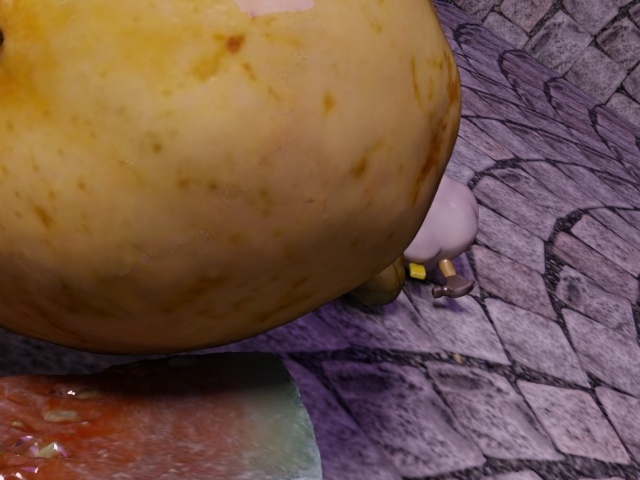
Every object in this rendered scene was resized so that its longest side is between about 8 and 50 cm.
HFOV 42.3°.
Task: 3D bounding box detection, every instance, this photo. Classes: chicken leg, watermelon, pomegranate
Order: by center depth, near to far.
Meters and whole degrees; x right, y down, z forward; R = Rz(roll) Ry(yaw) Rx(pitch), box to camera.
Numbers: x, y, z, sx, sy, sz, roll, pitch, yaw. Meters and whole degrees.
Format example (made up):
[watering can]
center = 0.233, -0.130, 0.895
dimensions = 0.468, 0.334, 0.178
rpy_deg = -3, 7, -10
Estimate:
[watermelon]
center = -0.131, 0.136, 0.375
dimensions = 0.256, 0.140, 0.193
rpy_deg = 10, 23, -19
[pomegranate]
center = -0.092, -0.089, 0.474
dimensions = 0.342, 0.343, 0.342
rpy_deg = 23, 27, -12
[chicken leg]
center = 0.000, 0.000, 0.781
dimensions = 0.178, 0.070, 0.093
rpy_deg = 25, 9, 4

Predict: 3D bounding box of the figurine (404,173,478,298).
[figurine]
center = 0.085, -0.036, 0.880
dimensions = 0.229, 0.112, 0.137
rpy_deg = 33, 30, 30
